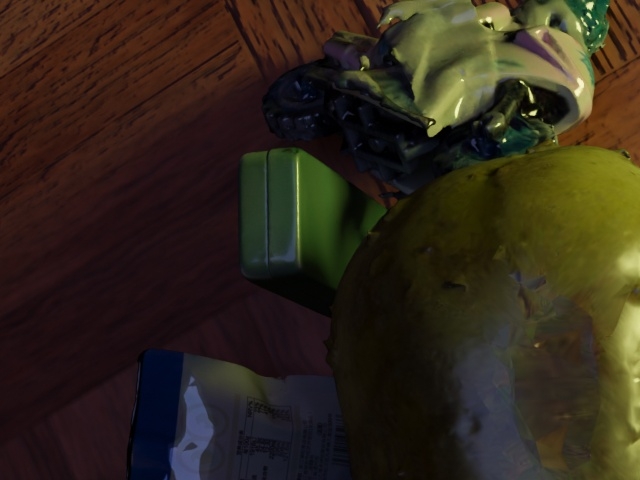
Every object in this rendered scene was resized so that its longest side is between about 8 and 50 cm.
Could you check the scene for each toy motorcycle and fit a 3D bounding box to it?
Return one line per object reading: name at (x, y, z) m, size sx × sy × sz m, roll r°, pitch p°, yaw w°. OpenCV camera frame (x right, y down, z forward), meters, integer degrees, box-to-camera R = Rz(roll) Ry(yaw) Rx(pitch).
toy motorcycle at (0.096, -0.106, 1.128) m, size 0.204 × 0.108 × 0.239 m, roll -39°, pitch 51°, yaw -23°

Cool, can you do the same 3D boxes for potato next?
potato at (0.113, 0.098, 0.939) m, size 0.210 × 0.173 × 0.307 m, roll -7°, pitch 77°, yaw -2°

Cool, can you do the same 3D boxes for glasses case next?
glasses case at (0.000, 0.000, 1.096) m, size 0.039 × 0.184 × 0.077 m, roll -5°, pitch 77°, yaw 19°

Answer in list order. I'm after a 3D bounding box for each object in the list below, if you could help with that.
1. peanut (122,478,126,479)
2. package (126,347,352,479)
peanut at (-0.205, 0.278, 1.151) m, size 0.149 × 0.149 × 0.313 m, roll 42°, pitch 90°, yaw 24°
package at (-0.042, 0.162, 1.118) m, size 0.173 × 0.027 × 0.171 m, roll 10°, pitch 81°, yaw -16°
